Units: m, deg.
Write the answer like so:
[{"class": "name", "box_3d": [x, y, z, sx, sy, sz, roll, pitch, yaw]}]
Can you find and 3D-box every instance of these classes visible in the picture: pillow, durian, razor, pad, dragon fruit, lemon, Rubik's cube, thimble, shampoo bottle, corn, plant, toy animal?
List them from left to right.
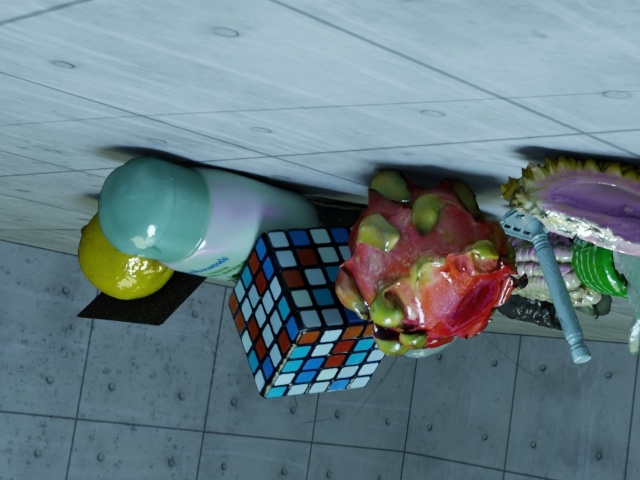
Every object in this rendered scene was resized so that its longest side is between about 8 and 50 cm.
[{"class": "lemon", "box_3d": [-0.358, 0.015, 2.192, 0.244, 0.186, 0.187, 15, 179, 43]}, {"class": "pad", "box_3d": [-0.293, 0.059, 2.275, 0.220, 0.004, 0.330, 3, -144, 35]}, {"class": "shampoo bottle", "box_3d": [-0.172, -0.028, 1.755, 0.222, 0.151, 0.350, -16, 158, 39]}, {"class": "Rubik's cube", "box_3d": [-0.008, 0.101, 1.727, 0.182, 0.184, 0.187, -2, 141, -28]}, {"class": "pillow", "box_3d": [0.033, 0.016, 1.937, 0.141, 0.055, 0.208, 8, 135, -4]}, {"class": "dragon fruit", "box_3d": [0.136, 0.031, 1.571, 0.228, 0.243, 0.307, -31, 162, 6]}, {"class": "corn", "box_3d": [0.310, 0.032, 1.870, 0.127, 0.126, 0.335, 14, 175, -40]}, {"class": "plant", "box_3d": [0.426, 0.096, 2.164, 0.203, 0.131, 0.142, -1, 165, 45]}, {"class": "razor", "box_3d": [0.336, 0.063, 1.663, 0.106, 0.231, 0.068, 14, 141, -44]}, {"class": "thimble", "box_3d": [0.421, 0.023, 1.648, 0.130, 0.118, 0.090, 32, 167, -24]}, {"class": "durian", "box_3d": [0.374, -0.033, 1.316, 0.341, 0.112, 0.191, 14, -175, 20]}, {"class": "toy animal", "box_3d": [0.446, 0.054, 1.547, 0.127, 0.125, 0.251, 37, 150, 25]}]

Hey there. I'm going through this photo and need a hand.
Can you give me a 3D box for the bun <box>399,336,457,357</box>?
[{"class": "bun", "box_3d": [0.146, 0.135, 2.480, 0.362, 0.211, 0.362, 9, 175, 1]}]
